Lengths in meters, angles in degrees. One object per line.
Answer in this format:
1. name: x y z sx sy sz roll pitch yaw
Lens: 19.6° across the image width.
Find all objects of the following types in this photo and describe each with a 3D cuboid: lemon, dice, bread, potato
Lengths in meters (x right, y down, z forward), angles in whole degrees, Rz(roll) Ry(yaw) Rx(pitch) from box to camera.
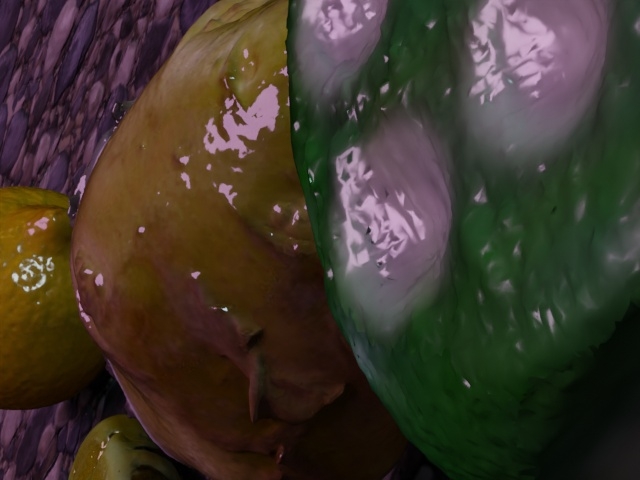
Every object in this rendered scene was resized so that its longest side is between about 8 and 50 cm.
1. lemon: -0.248 0.051 1.510 0.244 0.187 0.187 120 154 -46
2. dice: 0.176 -0.065 0.603 0.297 0.300 0.287 -48 36 40
3. bread: -0.139 0.194 1.330 0.139 0.071 0.130 10 80 66
4. potato: 0.000 0.000 0.968 0.196 0.246 0.299 -151 84 -79
